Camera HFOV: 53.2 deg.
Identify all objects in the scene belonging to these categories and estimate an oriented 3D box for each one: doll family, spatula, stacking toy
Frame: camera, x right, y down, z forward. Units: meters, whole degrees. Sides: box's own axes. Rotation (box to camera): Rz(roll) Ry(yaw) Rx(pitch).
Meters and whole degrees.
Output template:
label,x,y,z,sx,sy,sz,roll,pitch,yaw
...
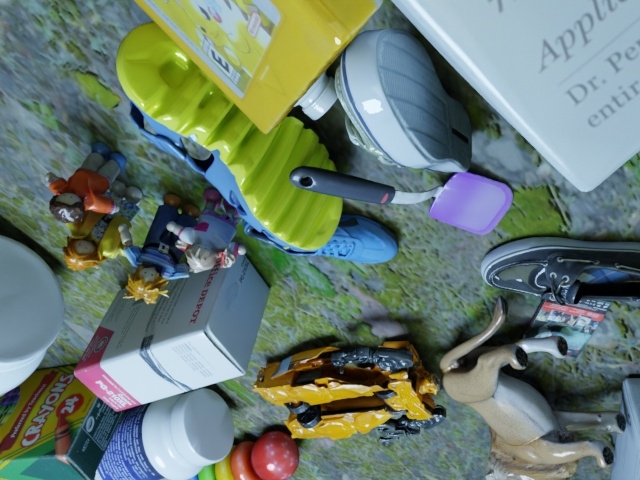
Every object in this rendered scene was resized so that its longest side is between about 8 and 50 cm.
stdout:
label,x,y,z,sx,sy,sz,roll,pitch,yaw
doll family,-0.229,-0.003,0.821,0.262,0.163,0.118,20,130,-6
spatula,0.100,-0.055,0.752,0.296,0.030,0.084,6,134,-28
stacking toy,-0.183,0.441,1.214,0.330,0.141,0.141,-27,120,20

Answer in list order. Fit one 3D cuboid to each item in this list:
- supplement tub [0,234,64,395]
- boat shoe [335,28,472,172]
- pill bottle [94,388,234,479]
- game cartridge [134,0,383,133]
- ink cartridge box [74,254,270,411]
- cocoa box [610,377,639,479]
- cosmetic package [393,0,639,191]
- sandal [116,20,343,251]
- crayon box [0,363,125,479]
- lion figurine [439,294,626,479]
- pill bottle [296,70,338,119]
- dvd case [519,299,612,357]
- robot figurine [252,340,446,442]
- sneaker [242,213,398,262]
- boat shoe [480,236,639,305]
label,x,y,z,sx,sy,sz,roll,pitch,yaw
supplement tub,-0.563,0.149,0.964,0.324,0.235,0.235,-32,117,30
boat shoe,0.075,-0.112,0.623,0.094,0.109,0.302,-5,171,24
pill bottle,-0.290,0.359,1.135,0.264,0.153,0.153,-26,120,28
game cartridge,-0.121,-0.238,0.505,0.323,0.053,0.285,43,168,-9
ink cartridge box,-0.206,0.127,0.916,0.237,0.172,0.100,-20,123,25
cocoa box,0.579,0.396,0.946,0.227,0.231,0.347,-4,128,14
cosmetic package,0.108,-0.314,0.354,0.329,0.327,0.393,-41,113,18
sandal,-0.103,-0.108,0.739,0.317,0.126,0.138,46,158,-19
crayon box,-0.506,0.325,1.118,0.318,0.202,0.081,-12,125,19
lion figurine,0.286,0.253,0.967,0.240,0.142,0.392,-23,108,47
pill bottle,-0.036,-0.189,0.694,0.120,0.067,0.067,39,126,-19
dvd case,0.345,0.117,0.906,0.087,0.013,0.119,12,129,1
robot figurine,0.051,0.235,1.008,0.291,0.085,0.211,-15,125,25
sneaker,0.000,0.000,0.834,0.209,0.082,0.069,18,128,-6
boat shoe,0.323,0.050,0.813,0.228,0.076,0.080,1,129,10
